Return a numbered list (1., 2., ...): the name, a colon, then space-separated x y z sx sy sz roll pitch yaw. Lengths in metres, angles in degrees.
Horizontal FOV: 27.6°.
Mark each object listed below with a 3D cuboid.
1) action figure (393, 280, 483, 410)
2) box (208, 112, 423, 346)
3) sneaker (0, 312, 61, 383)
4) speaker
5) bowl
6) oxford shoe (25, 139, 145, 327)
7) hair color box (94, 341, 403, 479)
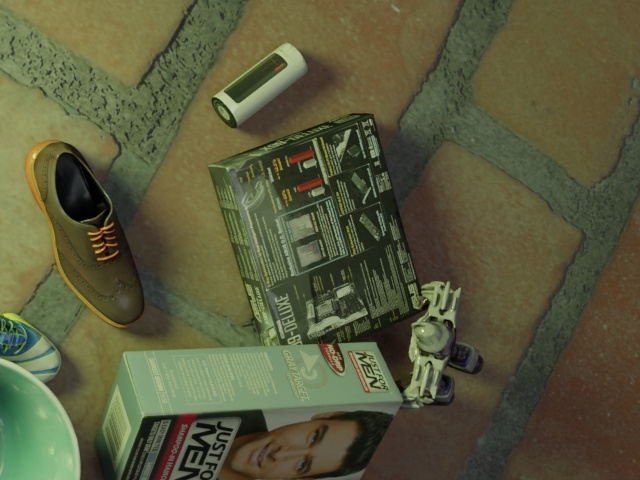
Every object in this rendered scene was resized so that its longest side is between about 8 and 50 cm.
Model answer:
1. action figure: 0.158 0.163 1.852 0.185 0.099 0.285 -64 161 -14
2. box: 0.000 0.000 1.859 0.242 0.076 0.308 -23 104 -23
3. sneaker: -0.423 0.125 1.626 0.240 0.126 0.091 28 82 -26
4. speaker: -0.083 -0.216 1.809 0.136 0.055 0.055 -39 111 -18
5. bowl: -0.466 0.277 1.597 0.311 0.163 0.312 -3 97 -26
6. oxford shoe: -0.299 -0.001 1.693 0.097 0.098 0.271 -33 108 -21
7. hair color box: -0.097 0.244 1.766 0.374 0.114 0.185 0 134 -27
